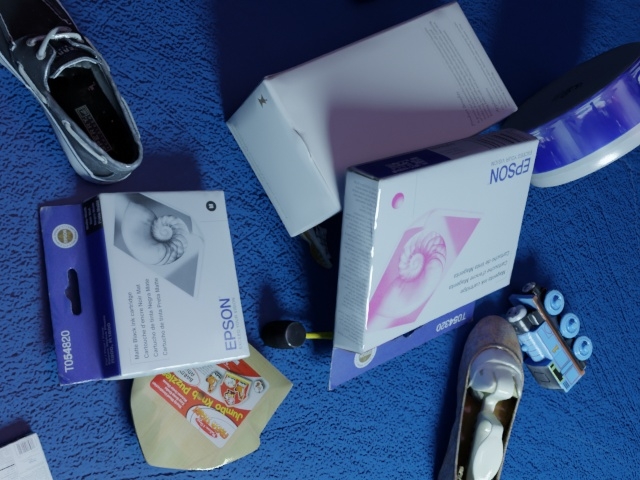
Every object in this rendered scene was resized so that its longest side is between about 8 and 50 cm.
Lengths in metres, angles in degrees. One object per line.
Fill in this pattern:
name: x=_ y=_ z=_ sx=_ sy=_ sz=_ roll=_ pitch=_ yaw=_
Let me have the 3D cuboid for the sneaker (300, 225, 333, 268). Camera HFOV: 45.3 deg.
sneaker: x=0.000 y=0.000 z=1.097 sx=0.037 sy=0.032 sz=0.083 roll=-37 pitch=103 yaw=-29

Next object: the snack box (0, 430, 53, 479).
snack box: x=-0.387 y=0.274 z=0.830 sx=0.178 sy=0.022 sz=0.064 roll=-20 pitch=94 yaw=-32

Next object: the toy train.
toy train: x=0.377 y=0.160 z=1.278 sx=0.105 sy=0.080 sz=0.184 roll=-41 pitch=105 yaw=-23

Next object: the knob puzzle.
knob puzzle: x=-0.155 y=0.201 z=0.964 sx=0.213 sy=0.030 sz=0.213 roll=8 pitch=70 yaw=-23

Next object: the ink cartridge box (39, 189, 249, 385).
ink cartridge box: x=-0.210 y=0.050 z=0.927 sx=0.224 sy=0.045 sz=0.223 roll=-6 pitch=78 yaw=-27

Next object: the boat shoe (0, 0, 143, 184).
boat shoe: x=-0.306 y=-0.206 z=0.898 sx=0.108 sy=0.102 sz=0.301 roll=-33 pitch=101 yaw=-30

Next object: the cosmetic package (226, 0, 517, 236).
cosmetic package: x=0.079 y=-0.178 z=1.087 sx=0.365 sy=0.155 sz=0.197 roll=-28 pitch=90 yaw=-30

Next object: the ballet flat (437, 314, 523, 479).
ballet flat: x=0.258 y=0.260 z=1.162 sx=0.108 sy=0.106 sz=0.316 roll=14 pitch=74 yaw=-3

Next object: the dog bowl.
dog bowl: x=0.432 y=-0.205 z=1.251 sx=0.265 sy=0.265 sz=0.104 roll=-43 pitch=103 yaw=-28

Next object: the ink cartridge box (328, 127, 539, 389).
ink cartridge box: x=0.158 y=0.030 z=1.059 sx=0.324 sy=0.071 sz=0.330 roll=-19 pitch=122 yaw=-38

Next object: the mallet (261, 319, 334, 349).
mallet: x=0.002 y=0.134 z=1.083 sx=0.190 sy=0.062 sz=0.039 roll=8 pitch=80 yaw=-45
